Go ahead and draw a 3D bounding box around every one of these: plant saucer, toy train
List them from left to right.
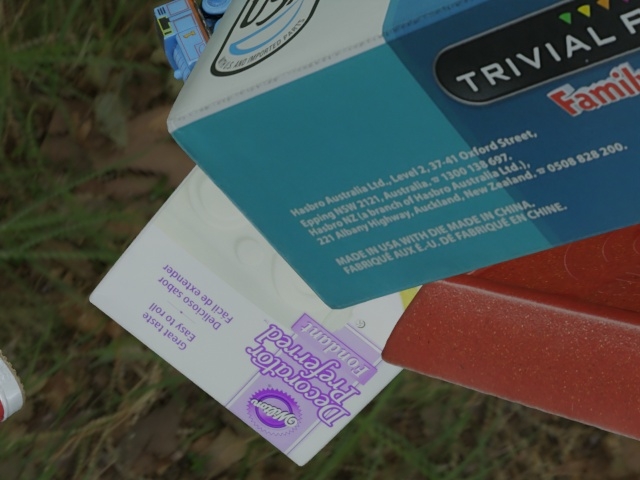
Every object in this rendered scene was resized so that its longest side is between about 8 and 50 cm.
[{"bbox_3d":[-0.127,-0.221,1.846,0.105,0.080,0.184,-23,48,-2],"label":"toy train"},{"bbox_3d":[0.198,0.012,0.815,0.258,0.259,0.048,-27,113,-31],"label":"plant saucer"}]

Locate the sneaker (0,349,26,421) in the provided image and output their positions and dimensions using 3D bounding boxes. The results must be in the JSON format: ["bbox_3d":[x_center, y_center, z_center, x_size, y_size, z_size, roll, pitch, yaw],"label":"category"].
[{"bbox_3d":[-0.185,0.041,0.655,0.118,0.042,0.067,47,54,7],"label":"sneaker"}]

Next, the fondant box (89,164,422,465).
[{"bbox_3d":[0.000,0.000,1.294,0.238,0.330,0.096,39,31,-6],"label":"fondant box"}]

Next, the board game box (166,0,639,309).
[{"bbox_3d":[0.124,-0.153,0.437,0.079,0.254,0.336,48,45,-28],"label":"board game box"}]
